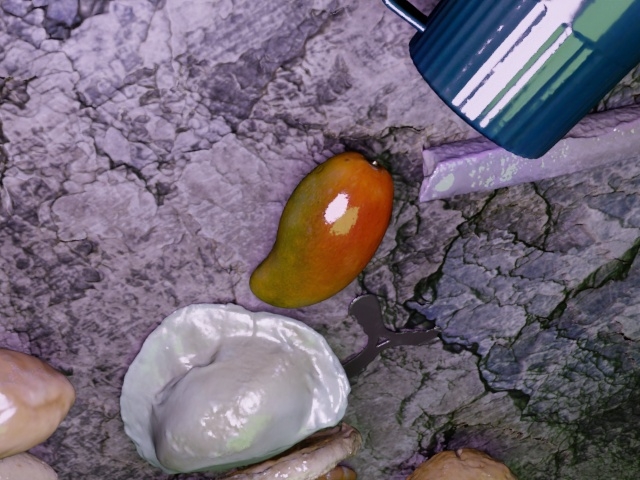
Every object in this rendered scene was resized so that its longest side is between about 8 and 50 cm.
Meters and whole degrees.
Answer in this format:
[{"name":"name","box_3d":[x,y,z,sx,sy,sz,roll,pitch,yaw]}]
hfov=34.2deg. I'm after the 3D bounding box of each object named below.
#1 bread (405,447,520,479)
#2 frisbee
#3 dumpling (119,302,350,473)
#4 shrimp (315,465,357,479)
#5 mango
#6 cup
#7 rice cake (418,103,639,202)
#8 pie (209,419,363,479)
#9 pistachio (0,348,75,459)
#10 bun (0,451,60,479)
[{"name":"bread","box_3d":[0.268,0.490,1.983,0.245,0.134,0.244,-8,133,-9]},{"name":"frisbee","box_3d":[0.114,0.167,1.729,0.188,0.012,0.211,0,129,-20]},{"name":"dumpling","box_3d":[-0.130,0.248,1.582,0.321,0.212,0.270,-19,131,-17]},{"name":"shrimp","box_3d":[-0.044,0.475,1.927,0.236,0.053,0.133,-18,153,-9]},{"name":"mango","box_3d":[0.005,-0.001,1.473,0.146,0.129,0.289,4,137,-25]},{"name":"cup","box_3d":[0.255,-0.281,1.237,0.308,0.242,0.292,20,123,-35]},{"name":"rice cake","box_3d":[0.324,-0.133,1.508,0.399,0.064,0.070,-13,123,-9]},{"name":"pie","box_3d":[-0.059,0.366,1.708,0.274,0.055,0.274,-21,178,-1]},{"name":"pistachio","box_3d":[-0.498,0.242,1.481,0.293,0.162,0.181,-12,157,-9]},{"name":"bun","box_3d":[-0.528,0.398,1.609,0.259,0.152,0.259,-7,130,-8]}]
